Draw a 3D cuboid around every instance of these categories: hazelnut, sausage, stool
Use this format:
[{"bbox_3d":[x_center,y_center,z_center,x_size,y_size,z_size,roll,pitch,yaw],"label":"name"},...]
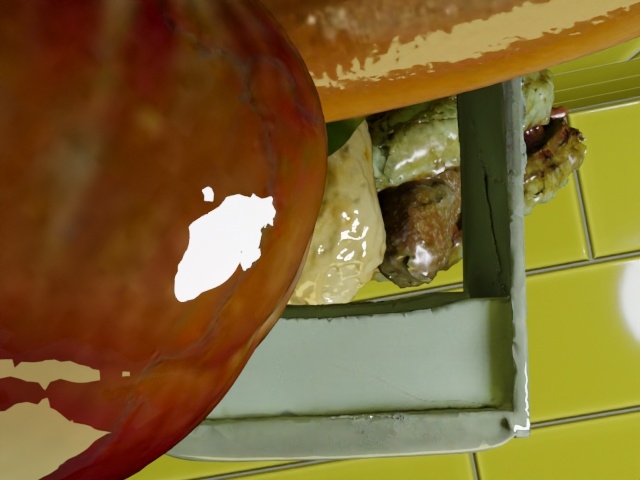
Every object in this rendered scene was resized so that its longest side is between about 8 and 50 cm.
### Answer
[{"bbox_3d":[-0.115,-0.029,0.371,0.229,0.229,0.229,-11,-179,0],"label":"hazelnut"},{"bbox_3d":[0.024,-0.101,0.480,0.274,0.105,0.105,-10,-179,23],"label":"sausage"},{"bbox_3d":[0.000,0.000,0.813,0.243,0.270,0.170,-1,180,-4],"label":"stool"}]

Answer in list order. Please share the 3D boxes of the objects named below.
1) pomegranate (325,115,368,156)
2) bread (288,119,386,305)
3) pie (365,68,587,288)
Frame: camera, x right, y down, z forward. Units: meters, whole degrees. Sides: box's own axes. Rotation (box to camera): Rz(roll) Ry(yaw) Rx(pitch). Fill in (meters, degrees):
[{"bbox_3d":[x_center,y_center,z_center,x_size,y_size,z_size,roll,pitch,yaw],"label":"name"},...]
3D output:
[{"bbox_3d":[-0.031,-0.093,0.955,0.169,0.122,0.143,-52,-173,37],"label":"pomegranate"},{"bbox_3d":[-0.044,-0.036,1.127,0.134,0.244,0.244,16,163,-38],"label":"bread"},{"bbox_3d":[0.070,-0.082,1.373,0.395,0.180,0.418,-35,-161,-32],"label":"pie"}]
